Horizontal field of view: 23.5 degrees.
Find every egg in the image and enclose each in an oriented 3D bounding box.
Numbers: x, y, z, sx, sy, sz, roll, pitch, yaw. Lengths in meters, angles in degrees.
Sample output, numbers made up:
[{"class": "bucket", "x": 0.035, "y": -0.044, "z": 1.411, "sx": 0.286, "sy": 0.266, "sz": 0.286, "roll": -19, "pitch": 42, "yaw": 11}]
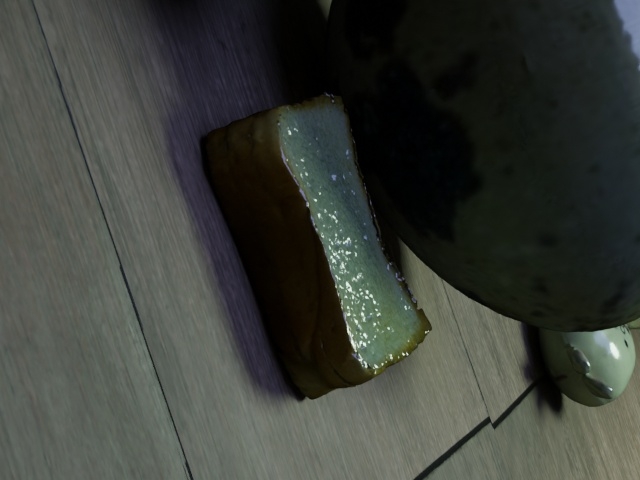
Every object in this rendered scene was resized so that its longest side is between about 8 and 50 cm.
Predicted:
[{"class": "egg", "x": 0.187, "y": -0.125, "z": 1.351, "sx": 0.428, "sy": 0.345, "sz": 0.345, "roll": 68, "pitch": 20, "yaw": -11}]

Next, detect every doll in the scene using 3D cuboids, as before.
[{"class": "doll", "x": 0.322, "y": 0.122, "z": 1.845, "sx": 0.155, "sy": 0.113, "sz": 0.275, "roll": 58, "pitch": 29, "yaw": -9}]

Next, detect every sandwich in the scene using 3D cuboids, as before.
[{"class": "sandwich", "x": 0.000, "y": 0.000, "z": 1.151, "sx": 0.214, "sy": 0.065, "sz": 0.186, "roll": 70, "pitch": 20, "yaw": -1}]
